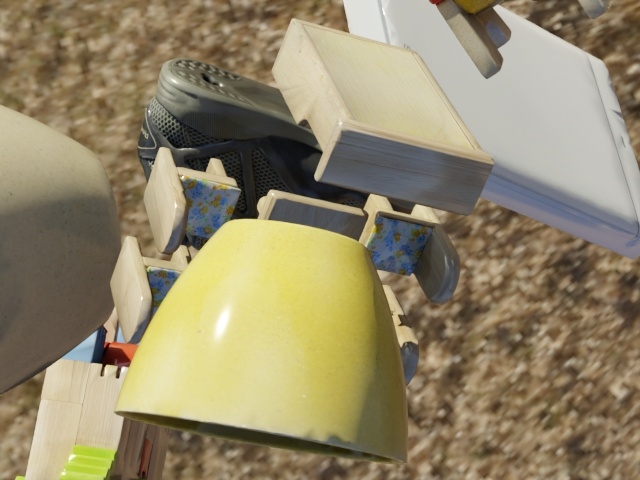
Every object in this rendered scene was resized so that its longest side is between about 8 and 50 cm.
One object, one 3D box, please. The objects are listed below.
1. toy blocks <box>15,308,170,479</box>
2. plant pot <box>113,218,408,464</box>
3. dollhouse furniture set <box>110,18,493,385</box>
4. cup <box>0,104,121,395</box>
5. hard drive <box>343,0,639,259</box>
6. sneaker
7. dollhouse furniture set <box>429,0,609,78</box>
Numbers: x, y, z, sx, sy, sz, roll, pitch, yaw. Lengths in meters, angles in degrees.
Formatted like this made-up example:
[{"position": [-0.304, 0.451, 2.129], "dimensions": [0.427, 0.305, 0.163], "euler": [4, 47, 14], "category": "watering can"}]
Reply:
[{"position": [-0.248, 0.194, 1.958], "dimensions": [0.190, 0.381, 0.261], "euler": [7, 72, 6], "category": "toy blocks"}, {"position": [-0.019, 0.044, 0.753], "dimensions": [0.134, 0.134, 0.095], "euler": [4, 79, 29], "category": "plant pot"}, {"position": [0.000, 0.000, 1.122], "dimensions": [0.212, 0.161, 0.242], "euler": [12, 117, -22], "category": "dollhouse furniture set"}, {"position": [-0.318, 0.007, 1.492], "dimensions": [0.331, 0.237, 0.331], "euler": [17, 109, 61], "category": "cup"}, {"position": [0.172, -0.131, 1.566], "dimensions": [0.047, 0.353, 0.233], "euler": [-36, 50, 35], "category": "hard drive"}, {"position": [-0.036, -0.045, 1.266], "dimensions": [0.227, 0.087, 0.130], "euler": [17, 117, -20], "category": "sneaker"}, {"position": [0.236, -0.290, 1.107], "dimensions": [0.374, 0.201, 0.152], "euler": [-28, 107, 25], "category": "dollhouse furniture set"}]
